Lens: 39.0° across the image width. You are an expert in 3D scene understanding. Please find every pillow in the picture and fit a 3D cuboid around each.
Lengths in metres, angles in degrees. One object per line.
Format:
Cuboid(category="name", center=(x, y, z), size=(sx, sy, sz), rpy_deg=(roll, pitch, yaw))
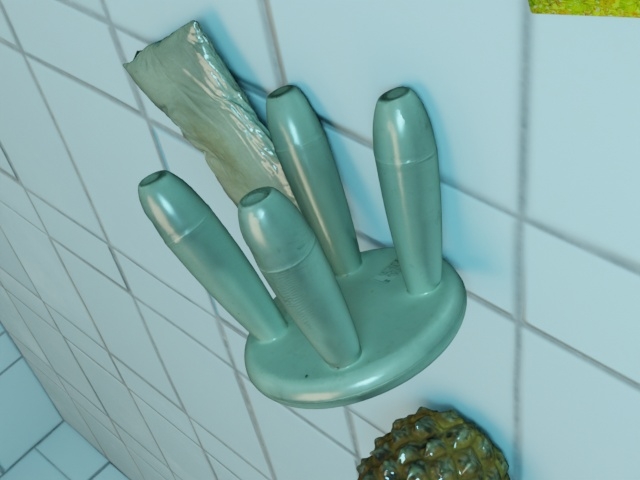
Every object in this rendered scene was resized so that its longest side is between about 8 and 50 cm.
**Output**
Cuboid(category="pillow", center=(-0.087, -0.099, 0.865), size=(0.229, 0.050, 0.148), rpy_deg=(53, 158, -17))

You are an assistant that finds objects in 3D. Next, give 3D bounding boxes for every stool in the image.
Cuboid(category="stool", center=(0.000, 0.000, 0.716), size=(0.195, 0.195, 0.198), rpy_deg=(15, 135, 49))

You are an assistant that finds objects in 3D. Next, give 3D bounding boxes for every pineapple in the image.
Cuboid(category="pineapple", center=(0.105, 0.276, 0.928), size=(0.166, 0.193, 0.166), rpy_deg=(36, 159, 17))

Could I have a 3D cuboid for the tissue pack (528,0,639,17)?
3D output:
Cuboid(category="tissue pack", center=(0.170, -0.151, 0.395), size=(0.176, 0.062, 0.095), rpy_deg=(17, 141, 44))
